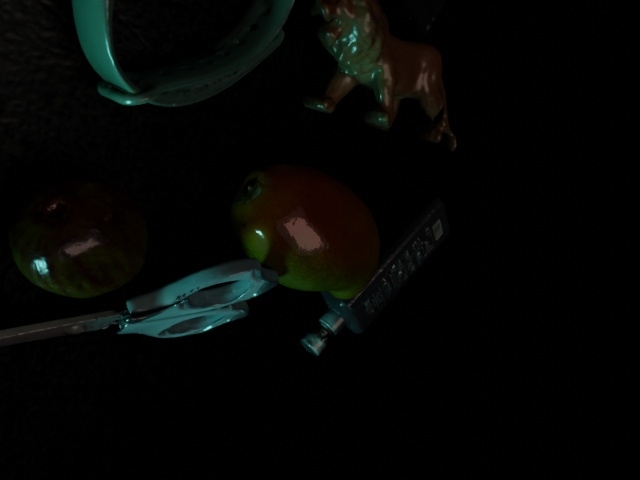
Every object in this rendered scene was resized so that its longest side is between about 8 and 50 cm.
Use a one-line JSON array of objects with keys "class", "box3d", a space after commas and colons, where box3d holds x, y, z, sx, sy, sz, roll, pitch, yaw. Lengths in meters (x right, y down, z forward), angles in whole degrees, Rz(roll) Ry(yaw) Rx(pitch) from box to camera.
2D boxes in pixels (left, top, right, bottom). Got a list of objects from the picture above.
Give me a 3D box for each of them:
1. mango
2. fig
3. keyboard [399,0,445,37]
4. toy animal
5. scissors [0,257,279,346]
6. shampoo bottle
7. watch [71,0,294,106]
[{"class": "mango", "box3d": [0.000, -0.006, 0.760, 0.289, 0.129, 0.145, 22, 73, -60]}, {"class": "fig", "box3d": [-0.211, 0.007, 0.550, 0.109, 0.103, 0.154, -22, 153, -10]}, {"class": "keyboard", "box3d": [0.106, -0.337, 0.748, 0.202, 0.011, 0.067, 30, 89, -54]}, {"class": "toy animal", "box3d": [0.086, -0.215, 0.745, 0.313, 0.097, 0.157, 2, 107, -51]}, {"class": "scissors", "box3d": [-0.215, 0.084, 0.604, 0.361, 0.029, 0.191, -10, 159, -35]}, {"class": "shampoo bottle", "box3d": [0.085, 0.058, 0.945, 0.309, 0.071, 0.098, -47, 143, -16]}, {"class": "watch", "box3d": [-0.117, -0.224, 0.527, 0.237, 0.068, 0.195, -51, 145, -18]}]
